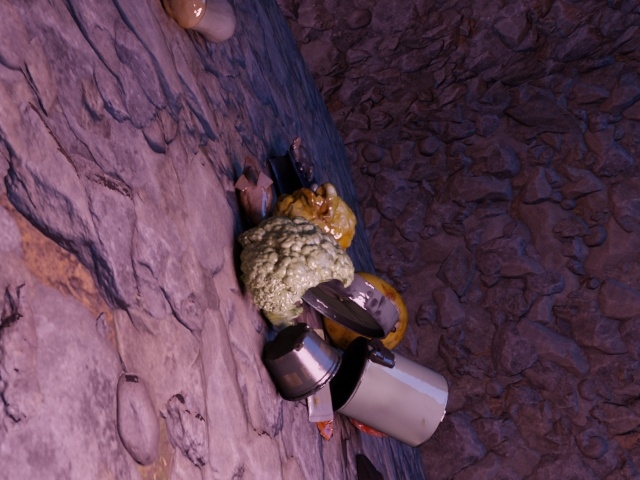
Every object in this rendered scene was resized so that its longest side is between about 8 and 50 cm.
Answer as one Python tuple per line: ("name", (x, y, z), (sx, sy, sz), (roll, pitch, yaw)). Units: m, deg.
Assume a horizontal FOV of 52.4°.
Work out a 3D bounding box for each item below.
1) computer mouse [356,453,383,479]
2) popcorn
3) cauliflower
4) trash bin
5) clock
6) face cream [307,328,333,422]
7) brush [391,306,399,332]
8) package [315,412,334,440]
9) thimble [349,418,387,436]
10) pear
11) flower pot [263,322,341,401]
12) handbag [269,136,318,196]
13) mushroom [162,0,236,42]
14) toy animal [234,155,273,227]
("computer mouse", (0.173, 0.750, 1.862), (0.295, 0.087, 0.168), (-98, 164, -51))
("popcorn", (-0.017, -0.038, 1.769), (0.192, 0.233, 0.266), (-87, -176, -48))
("cauliflower", (-0.072, 0.076, 1.447), (0.272, 0.275, 0.250), (42, -58, 48))
("trash bin", (0.181, 0.414, 1.779), (0.262, 0.277, 0.217), (27, 39, -12))
("clock", (0.055, 0.151, 1.705), (0.066, 0.319, 0.319), (-57, 148, -18))
("face cream", (-0.009, 0.339, 1.633), (0.114, 0.070, 0.224), (18, 57, -57))
("brush", (0.091, 0.161, 1.870), (0.065, 0.327, 0.070), (-54, 152, -21))
("package", (0.015, 0.453, 1.660), (0.111, 0.033, 0.077), (-63, 145, -69))
("thimble", (0.188, 0.479, 1.996), (0.162, 0.239, 0.239), (29, 45, -82))
("pear", (0.137, 0.231, 2.038), (0.281, 0.280, 0.281), (-17, 90, -80))
("flower pot", (-0.048, 0.247, 1.372), (0.107, 0.157, 0.157), (55, 16, -21))
("handbag", (-0.064, -0.187, 2.086), (0.326, 0.118, 0.269), (-44, 116, -81))
("mushroom", (-0.289, -0.548, 1.525), (0.159, 0.122, 0.329), (36, 13, -2))
("toy animal", (-0.156, -0.107, 1.562), (0.179, 0.089, 0.188), (89, -8, -57))
